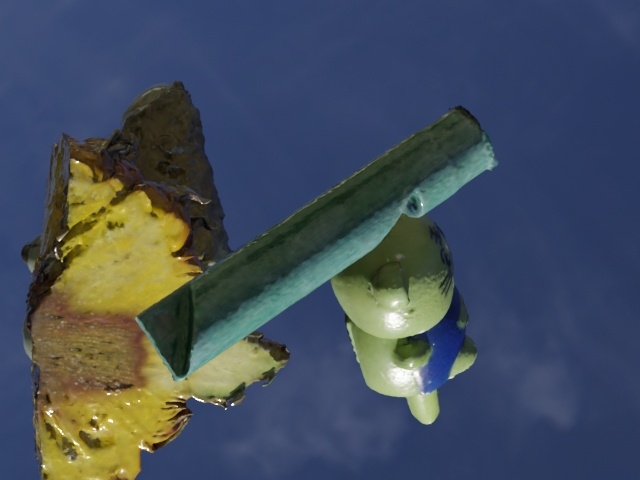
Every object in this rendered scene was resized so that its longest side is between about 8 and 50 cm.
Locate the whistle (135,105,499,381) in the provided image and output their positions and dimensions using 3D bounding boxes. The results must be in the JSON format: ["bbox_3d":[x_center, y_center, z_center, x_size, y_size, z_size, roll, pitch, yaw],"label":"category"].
[{"bbox_3d":[0.000,0.000,0.851,0.186,0.039,0.039,-34,-143,-21],"label":"whistle"}]

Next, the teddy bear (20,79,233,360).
[{"bbox_3d":[-0.164,0.020,1.547,0.256,0.156,0.267,-17,-135,62],"label":"teddy bear"}]

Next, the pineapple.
[{"bbox_3d":[-0.109,0.032,1.171,0.164,0.249,0.140,-7,-153,-13],"label":"pineapple"}]

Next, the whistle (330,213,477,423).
[{"bbox_3d":[0.059,0.053,1.271,0.085,0.227,0.105,-13,-131,4],"label":"whistle"}]
